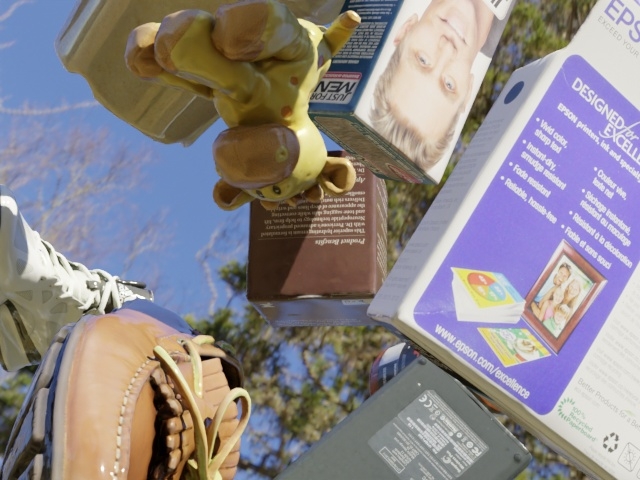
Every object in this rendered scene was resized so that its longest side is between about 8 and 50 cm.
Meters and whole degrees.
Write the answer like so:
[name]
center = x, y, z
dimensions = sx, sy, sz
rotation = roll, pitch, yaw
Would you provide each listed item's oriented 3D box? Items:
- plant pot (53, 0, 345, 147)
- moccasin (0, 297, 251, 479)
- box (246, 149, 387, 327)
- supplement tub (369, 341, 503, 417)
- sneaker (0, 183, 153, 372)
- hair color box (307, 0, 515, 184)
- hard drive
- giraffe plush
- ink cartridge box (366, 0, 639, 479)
[plant pot]
center = -0.160, -0.297, 1.430
dimensions = 0.334, 0.334, 0.305
rotation = 39, -76, -8
[moccasin]
center = -0.106, 0.126, 0.712
dimensions = 0.147, 0.380, 0.139
rotation = 20, -91, -1
[box]
center = 0.000, 0.000, 1.510
dimensions = 0.169, 0.203, 0.167
rotation = -1, -17, 9
[supplement tub]
center = 0.149, 0.129, 1.122
dimensions = 0.198, 0.106, 0.106
rotation = -28, -70, 40
[sneaker]
center = -0.394, 0.049, 1.755
dimensions = 0.258, 0.169, 0.447
rotation = -5, -33, -8
[hair color box]
center = 0.122, -0.258, 1.336
dimensions = 0.105, 0.347, 0.174
rotation = 11, -17, 47
[hard drive]
center = 0.046, 0.142, 0.681
dimensions = 0.094, 0.135, 0.022
rotation = 45, -19, 21
[giraffe plush]
center = -0.056, -0.112, 1.013
dimensions = 0.181, 0.210, 0.170
rotation = -3, -88, 49
[ink cartridge box]
center = 0.156, 0.008, 0.593
dimensions = 0.206, 0.045, 0.208
rotation = 37, -99, -23
